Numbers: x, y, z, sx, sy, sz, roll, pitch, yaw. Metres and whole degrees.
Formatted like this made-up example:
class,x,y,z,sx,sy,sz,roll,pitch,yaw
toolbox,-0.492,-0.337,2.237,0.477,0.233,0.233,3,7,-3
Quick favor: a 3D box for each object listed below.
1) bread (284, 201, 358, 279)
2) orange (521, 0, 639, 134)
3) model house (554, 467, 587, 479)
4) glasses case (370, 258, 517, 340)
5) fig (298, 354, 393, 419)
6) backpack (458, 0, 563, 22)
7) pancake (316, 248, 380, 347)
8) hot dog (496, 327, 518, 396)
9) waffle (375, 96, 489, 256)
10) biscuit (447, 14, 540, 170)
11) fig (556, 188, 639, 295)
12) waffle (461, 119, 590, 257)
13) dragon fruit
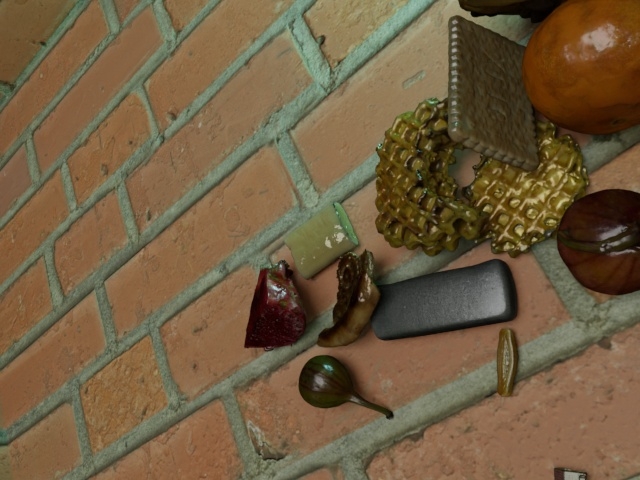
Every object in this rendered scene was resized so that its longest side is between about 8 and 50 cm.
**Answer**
class,x,y,z,sx,sy,sz,roll,pitch,yaw
bread,0.000,0.000,1.435,0.178,0.060,0.139,-37,63,23
orange,0.510,-0.314,1.010,0.284,0.284,0.226,-12,70,32
model house,0.460,0.468,1.034,0.058,0.057,0.083,-3,81,29
glasses case,0.258,0.135,1.223,0.323,0.074,0.131,-16,73,32
fig,0.057,0.357,1.305,0.236,0.124,0.124,25,96,24
backpack,0.442,-0.531,1.081,0.378,0.353,0.201,-160,62,-65
pancake,0.070,0.144,1.309,0.212,0.056,0.257,-172,90,-66
hot dog,0.382,0.249,1.145,0.044,0.028,0.137,-13,70,59
waffle,0.236,-0.137,1.211,0.261,0.151,0.324,-15,65,48
biscuit,0.345,-0.300,1.136,0.044,0.217,0.325,135,145,-57
fig,0.520,0.002,0.996,0.205,0.205,0.205,-7,77,33
waffle,0.414,-0.108,1.171,0.262,0.060,0.281,-16,72,31
dragon fruit,-0.103,0.148,1.434,0.262,0.134,0.211,123,149,-55
